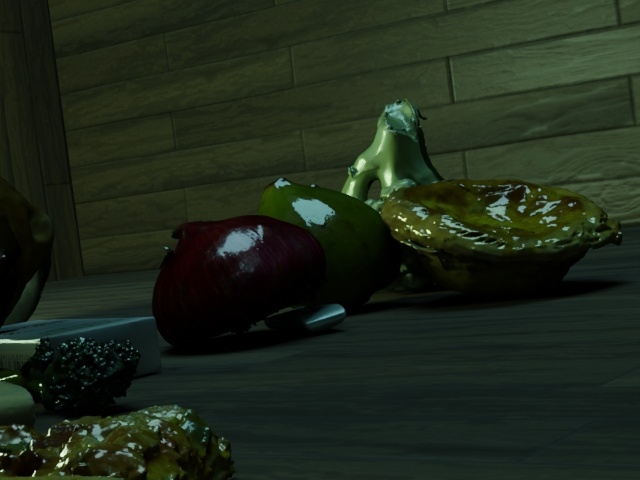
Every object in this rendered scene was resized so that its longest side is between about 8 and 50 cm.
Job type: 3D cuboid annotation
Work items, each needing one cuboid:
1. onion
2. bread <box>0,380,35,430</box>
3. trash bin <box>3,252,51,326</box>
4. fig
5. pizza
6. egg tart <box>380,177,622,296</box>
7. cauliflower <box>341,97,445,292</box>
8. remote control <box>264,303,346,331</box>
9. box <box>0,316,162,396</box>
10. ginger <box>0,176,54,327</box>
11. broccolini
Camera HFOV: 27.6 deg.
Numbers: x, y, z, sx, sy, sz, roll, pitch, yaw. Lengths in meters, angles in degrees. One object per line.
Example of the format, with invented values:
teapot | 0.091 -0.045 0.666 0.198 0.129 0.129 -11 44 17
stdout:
onion | -0.107 0.047 1.668 0.248 0.161 0.248 -10 10 2
bread | -0.329 0.151 1.023 0.178 0.060 0.139 -8 3 -38
trash bin | -0.583 0.050 2.305 0.203 0.252 0.301 -6 7 -7
fig | 0.000 0.000 1.910 0.203 0.225 0.203 -30 -4 -3
pizza | -0.141 0.137 0.790 0.197 0.058 0.292 -7 2 -25
egg tart | 0.247 -0.001 1.843 0.341 0.129 0.341 3 14 -1
cauliflower | 0.122 -0.045 2.083 0.327 0.281 0.260 -13 28 16
remote control | -0.022 0.103 1.700 0.061 0.029 0.162 -15 1 -20
box | -0.315 0.130 1.481 0.155 0.067 0.243 -7 2 -43
ginger | -0.402 0.037 1.293 0.200 0.269 0.223 31 9 -10
broccolini | -0.319 0.133 1.317 0.392 0.074 0.079 -8 18 44
